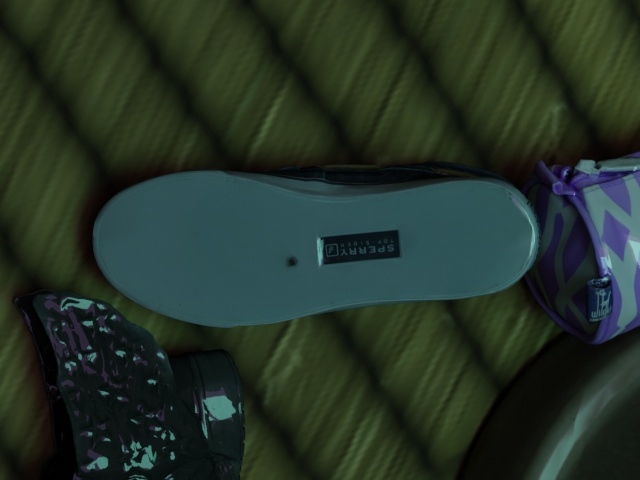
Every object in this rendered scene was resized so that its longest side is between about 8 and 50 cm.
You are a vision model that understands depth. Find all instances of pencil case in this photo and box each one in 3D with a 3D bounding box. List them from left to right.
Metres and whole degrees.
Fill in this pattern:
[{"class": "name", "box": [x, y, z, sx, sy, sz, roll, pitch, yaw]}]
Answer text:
[{"class": "pencil case", "box": [0.184, -0.023, 0.851, 0.206, 0.086, 0.088, -19, 116, -21]}]

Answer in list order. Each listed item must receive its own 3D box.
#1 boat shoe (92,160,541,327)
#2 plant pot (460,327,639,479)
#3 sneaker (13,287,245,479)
[{"class": "boat shoe", "box": [0.000, 0.000, 0.796, 0.183, 0.083, 0.065, 0, 96, 5]}, {"class": "plant pot", "box": [0.214, 0.160, 0.809, 0.263, 0.229, 0.263, -2, 96, -21]}, {"class": "sneaker", "box": [-0.077, 0.103, 0.780, 0.089, 0.051, 0.170, -3, 92, -22]}]
